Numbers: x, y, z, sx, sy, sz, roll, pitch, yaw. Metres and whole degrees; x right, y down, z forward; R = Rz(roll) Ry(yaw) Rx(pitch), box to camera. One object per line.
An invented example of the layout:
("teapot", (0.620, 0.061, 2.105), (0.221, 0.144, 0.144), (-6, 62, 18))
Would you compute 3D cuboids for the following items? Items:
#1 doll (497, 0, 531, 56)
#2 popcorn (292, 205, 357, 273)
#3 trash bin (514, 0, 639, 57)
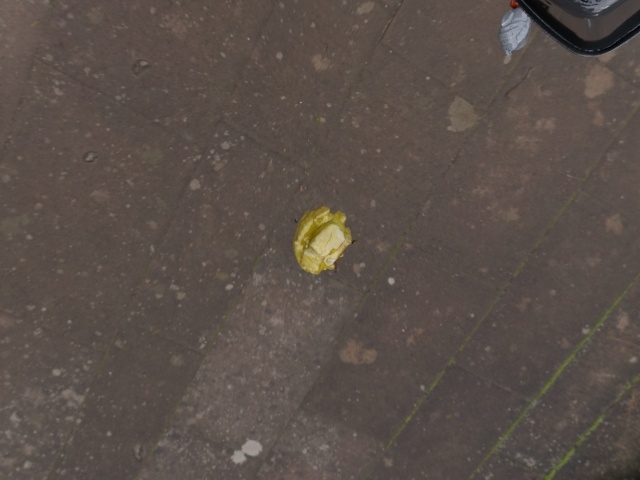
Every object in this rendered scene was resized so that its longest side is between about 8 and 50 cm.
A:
("doll", (0.475, -0.529, 1.025), (0.094, 0.079, 0.180), (14, 95, -29))
("popcorn", (0.000, 0.000, 0.969), (0.152, 0.167, 0.149), (25, 67, 4))
("trash bin", (0.301, -0.313, 0.429), (0.182, 0.290, 0.209), (49, 126, 9))
